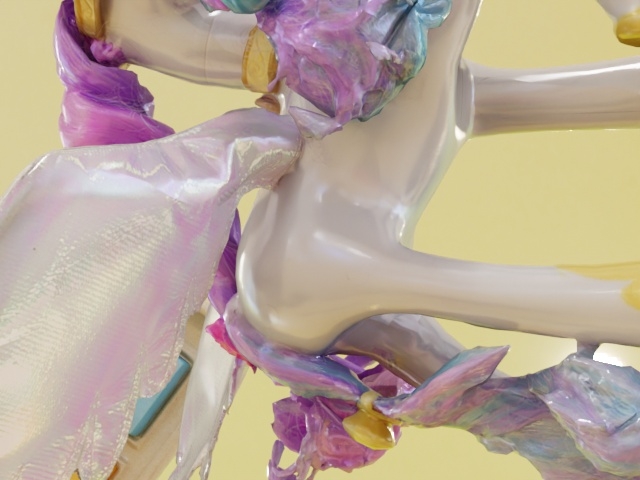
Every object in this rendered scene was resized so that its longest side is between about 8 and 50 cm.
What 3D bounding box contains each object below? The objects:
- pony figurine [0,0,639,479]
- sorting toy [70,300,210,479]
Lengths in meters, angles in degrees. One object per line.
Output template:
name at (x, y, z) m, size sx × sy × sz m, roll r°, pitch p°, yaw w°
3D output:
pony figurine at (0.000, 0.000, 0.702) m, size 0.364 × 0.351 × 0.303 m, roll 15°, pitch -5°, yaw 15°
sorting toy at (-0.174, 0.088, 1.026) m, size 0.193 × 0.208 × 0.038 m, roll 36°, pitch 3°, yaw 17°
